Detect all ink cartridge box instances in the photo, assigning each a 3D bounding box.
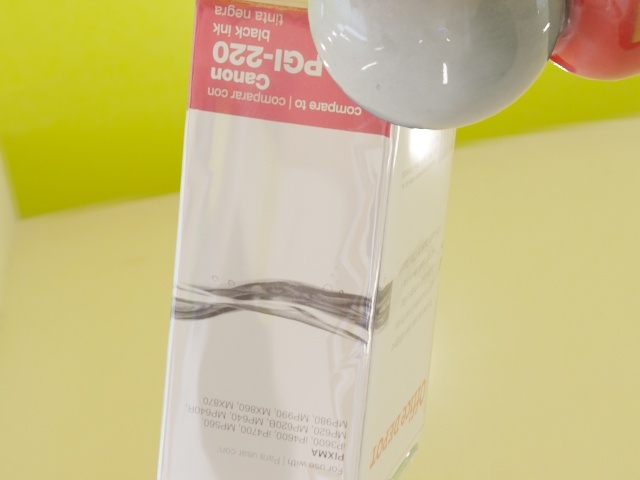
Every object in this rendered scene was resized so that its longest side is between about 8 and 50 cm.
[{"bbox_3d":[0.000,0.000,0.838,0.092,0.218,0.158,6,-168,13],"label":"ink cartridge box"}]

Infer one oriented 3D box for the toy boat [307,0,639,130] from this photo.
[{"bbox_3d":[0.117,0.020,0.461,0.148,0.267,0.318,-11,-131,-24],"label":"toy boat"}]
